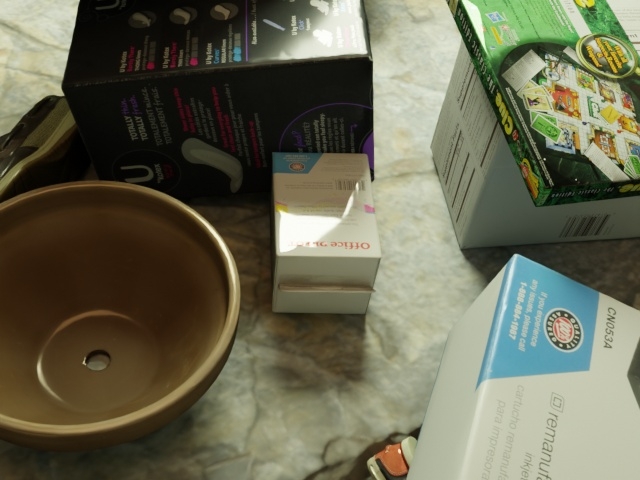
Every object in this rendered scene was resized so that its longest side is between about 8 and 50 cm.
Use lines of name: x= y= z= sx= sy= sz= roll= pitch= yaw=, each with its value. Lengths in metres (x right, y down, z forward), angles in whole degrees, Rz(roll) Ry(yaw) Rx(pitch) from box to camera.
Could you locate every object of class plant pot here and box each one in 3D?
plant pot: x=-0.184 y=0.073 z=0.667 sx=0.237 sy=0.109 sz=0.237 roll=3 pitch=50 yaw=-4

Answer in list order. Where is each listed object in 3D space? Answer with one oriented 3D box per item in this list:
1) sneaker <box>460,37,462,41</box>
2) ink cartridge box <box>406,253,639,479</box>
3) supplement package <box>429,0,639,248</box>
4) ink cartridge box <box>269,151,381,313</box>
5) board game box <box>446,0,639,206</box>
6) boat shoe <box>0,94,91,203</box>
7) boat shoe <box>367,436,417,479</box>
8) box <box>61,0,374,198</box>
sneaker: x=0.307 y=-0.251 z=0.997 sx=0.275 sy=0.110 sz=0.107 roll=-6 pitch=52 yaw=-13
ink cartridge box: x=0.228 y=0.182 z=0.582 sx=0.307 sy=0.129 sz=0.223 roll=25 pitch=51 yaw=-1
supplement package: x=0.266 y=-0.113 z=0.816 sx=0.262 sy=0.204 sz=0.145 roll=-3 pitch=54 yaw=-9
ink cartridge box: x=0.000 y=0.000 z=0.763 sx=0.092 sy=0.090 sz=0.143 roll=1 pitch=52 yaw=-6
board game box: x=0.198 y=-0.142 z=0.683 sx=0.136 sy=0.030 sz=0.259 roll=-7 pitch=56 yaw=-9
boat shoe: x=-0.284 y=-0.068 z=0.796 sx=0.073 sy=0.080 sz=0.223 roll=14 pitch=45 yaw=11
boat shoe: x=0.079 y=0.218 z=0.624 sx=0.043 sy=0.049 sz=0.137 roll=-32 pitch=65 yaw=16
box: x=-0.087 y=-0.147 z=0.802 sx=0.270 sy=0.165 sz=0.143 roll=-5 pitch=51 yaw=0
